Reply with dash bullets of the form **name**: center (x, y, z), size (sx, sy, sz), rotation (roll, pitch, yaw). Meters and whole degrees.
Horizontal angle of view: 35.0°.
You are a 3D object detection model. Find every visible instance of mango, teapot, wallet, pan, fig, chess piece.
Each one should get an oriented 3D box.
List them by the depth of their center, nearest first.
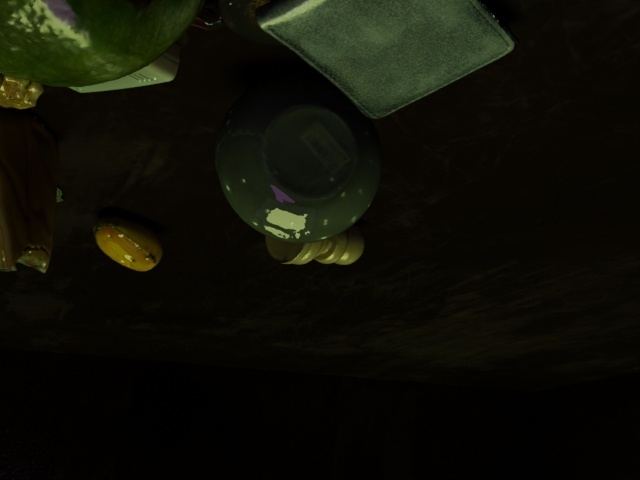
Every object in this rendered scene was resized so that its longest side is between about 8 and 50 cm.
- **fig**: center (-0.204, -0.194, 0.697), size (0.235, 0.203, 0.203), rotation (-9, 162, 43)
- **wallet**: center (0.066, -0.189, 0.911), size (0.167, 0.036, 0.222), rotation (-24, 152, 25)
- **pan**: center (-0.082, -0.209, 0.922), size (0.212, 0.040, 0.115), rotation (-5, 158, 24)
- **teapot**: center (-0.041, -0.085, 1.161), size (0.183, 0.184, 0.251), rotation (6, 177, -14)
- **chess piece**: center (0.000, 0.000, 1.597), size (0.094, 0.094, 0.170), rotation (-10, 165, 38)
- **mango**: center (-0.321, 0.000, 1.686), size (0.101, 0.066, 0.187), rotation (6, 162, 19)

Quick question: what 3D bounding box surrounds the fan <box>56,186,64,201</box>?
- **fan**: center (-0.498, -0.078, 1.523), size (0.219, 0.009, 0.132), rotation (1, 162, 1)

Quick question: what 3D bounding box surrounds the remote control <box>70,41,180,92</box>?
- **remote control**: center (-0.287, -0.212, 0.893), size (0.145, 0.050, 0.344), rotation (0, 166, 35)

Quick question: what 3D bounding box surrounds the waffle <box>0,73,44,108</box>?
- **waffle**: center (-0.357, -0.170, 0.987), size (0.160, 0.046, 0.192), rotation (21, 178, -34)

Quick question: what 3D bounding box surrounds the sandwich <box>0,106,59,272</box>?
- **sandwich**: center (-0.426, -0.061, 1.208), size (0.155, 0.198, 0.227), rotation (-1, 165, 11)
